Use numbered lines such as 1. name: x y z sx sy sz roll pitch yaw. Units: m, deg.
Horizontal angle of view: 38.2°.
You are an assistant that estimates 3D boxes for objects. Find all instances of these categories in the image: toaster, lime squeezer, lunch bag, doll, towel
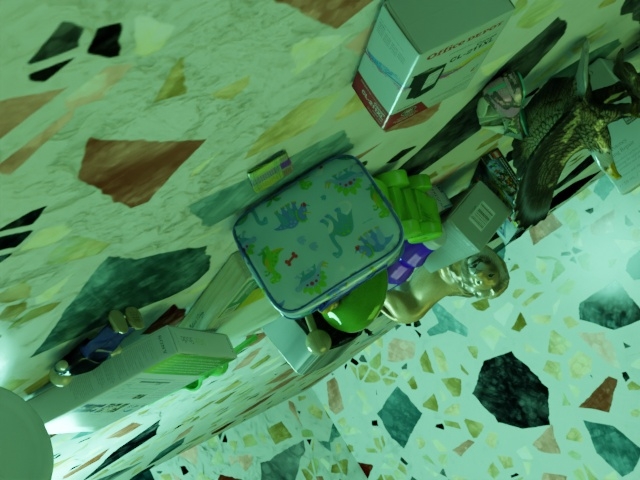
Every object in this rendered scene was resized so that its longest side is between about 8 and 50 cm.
1. toaster: -0.011 0.191 2.022 0.168 0.185 0.110 -18 152 -52
2. lime squeezer: -0.278 0.300 2.143 0.310 0.058 0.110 -32 -162 -11
3. lunch bag: 0.000 0.000 1.304 0.219 0.176 0.090 -33 168 -2
4. doll: -0.349 0.171 1.415 0.189 0.046 0.129 -38 166 24
5. towel: -0.064 -0.088 1.189 0.060 0.009 0.083 -31 167 -3

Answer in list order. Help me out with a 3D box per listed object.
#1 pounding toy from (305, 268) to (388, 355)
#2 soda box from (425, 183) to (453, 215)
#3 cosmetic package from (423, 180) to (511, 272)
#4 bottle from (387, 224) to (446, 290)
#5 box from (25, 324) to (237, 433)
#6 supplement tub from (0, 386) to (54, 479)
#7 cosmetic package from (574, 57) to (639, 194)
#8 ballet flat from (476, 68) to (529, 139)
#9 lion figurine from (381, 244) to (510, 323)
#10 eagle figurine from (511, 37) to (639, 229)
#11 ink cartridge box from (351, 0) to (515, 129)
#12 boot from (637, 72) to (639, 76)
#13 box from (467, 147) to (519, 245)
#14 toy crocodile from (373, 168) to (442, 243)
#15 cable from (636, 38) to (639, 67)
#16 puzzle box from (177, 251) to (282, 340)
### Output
1. pounding toy: 0.014 0.100 1.822 0.110 0.183 0.237 14 132 -42
2. soda box: 0.186 -0.040 1.903 0.063 0.058 0.183 -20 163 -45
3. cosmetic package: 0.283 -0.024 1.951 0.127 0.107 0.238 -49 -172 -23
4. bottle: 0.129 0.040 1.866 0.092 0.118 0.283 5 152 -44
5. box: -0.332 0.245 1.598 0.322 0.058 0.232 -27 163 13
6. supplement tub: -0.542 0.359 1.290 0.338 0.207 0.207 -39 166 32
7. cosmetic package: 0.544 -0.212 1.704 0.117 0.231 0.085 -40 166 30
8. ballet flat: 0.290 -0.211 1.480 0.079 0.076 0.221 -16 166 11
9. lion figurine: 0.263 0.102 2.228 0.392 0.240 0.142 -41 166 37
10. eagle figurine: 0.427 -0.178 1.581 0.298 0.225 0.226 -30 159 29
11. ink cartridge box: 0.118 -0.210 1.010 0.127 0.072 0.175 -28 168 -17
12. boot: 0.656 -0.323 1.833 0.223 0.118 0.338 -8 -148 36
13. box: 0.388 -0.089 1.974 0.044 0.159 0.233 -30 168 -4
14. toy crocodile: 0.133 -0.052 1.596 0.105 0.115 0.340 -17 173 23
15. cable: 0.688 -0.409 1.667 0.287 0.072 0.139 -36 173 15
16. puzzle box: -0.110 0.090 1.685 0.272 0.052 0.409 -22 165 -36
